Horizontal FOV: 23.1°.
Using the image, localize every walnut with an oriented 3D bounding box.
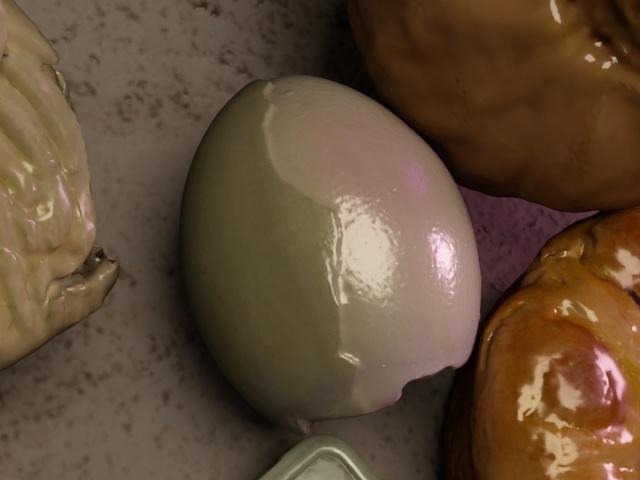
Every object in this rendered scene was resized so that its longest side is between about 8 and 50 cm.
[{"bbox_3d":[0.183,-0.196,1.014,0.383,0.383,0.384,8,68,-19],"label":"walnut"}]

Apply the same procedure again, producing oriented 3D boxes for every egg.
[{"bbox_3d":[0.000,0.000,0.963,0.183,0.183,0.217,-21,85,-27],"label":"egg"}]

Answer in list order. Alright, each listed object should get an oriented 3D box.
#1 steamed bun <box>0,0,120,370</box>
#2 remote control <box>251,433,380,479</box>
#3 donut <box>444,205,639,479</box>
[{"bbox_3d":[-0.311,-0.050,0.836,0.394,0.237,0.347,31,87,-43],"label":"steamed bun"},{"bbox_3d":[0.061,0.278,0.948,0.128,0.065,0.335,-38,86,-31],"label":"remote control"},{"bbox_3d":[0.217,0.142,1.014,0.299,0.150,0.317,39,61,-4],"label":"donut"}]
